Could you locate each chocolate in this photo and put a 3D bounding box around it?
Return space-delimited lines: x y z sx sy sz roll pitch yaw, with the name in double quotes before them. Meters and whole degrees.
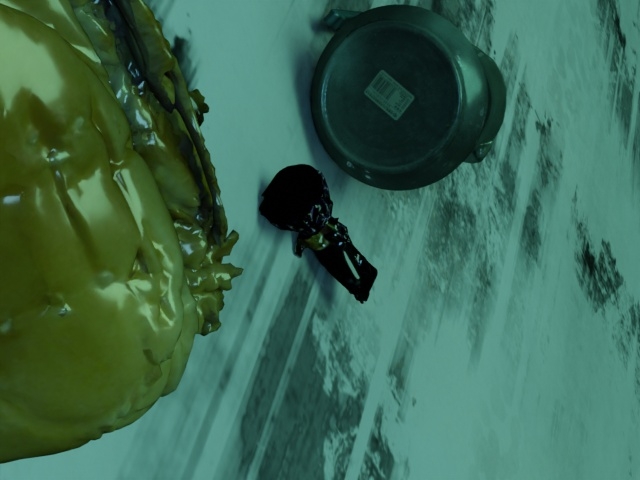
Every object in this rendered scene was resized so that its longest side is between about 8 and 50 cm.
"chocolate" 0.000 -0.003 1.366 0.147 0.070 0.072 63 16 -49

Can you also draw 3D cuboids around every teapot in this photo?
"teapot" 0.086 -0.149 1.509 0.203 0.171 0.225 47 16 9

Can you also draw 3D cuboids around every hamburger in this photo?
"hamburger" -0.196 -0.032 0.696 0.318 0.319 0.158 63 25 -26
